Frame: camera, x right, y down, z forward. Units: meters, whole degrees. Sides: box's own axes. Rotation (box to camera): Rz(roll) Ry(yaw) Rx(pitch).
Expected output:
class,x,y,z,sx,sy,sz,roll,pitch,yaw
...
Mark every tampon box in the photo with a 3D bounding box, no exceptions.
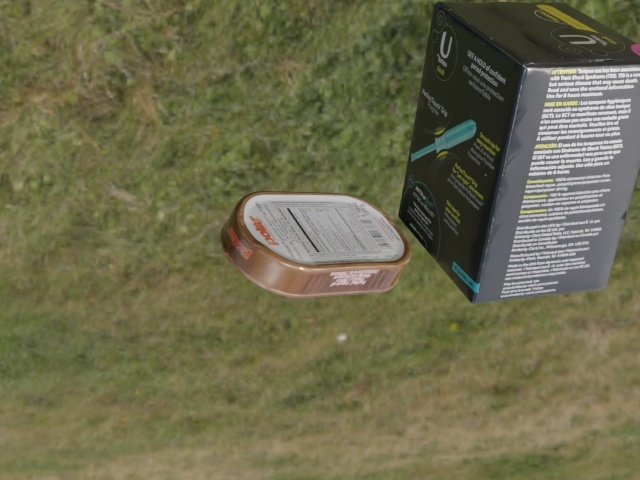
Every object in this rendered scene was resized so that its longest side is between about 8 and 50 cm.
class,x,y,z,sx,sy,sz,roll,pitch,yaw
tampon box,0.130,-0.060,0.607,0.102,0.120,0.161,-5,123,-19

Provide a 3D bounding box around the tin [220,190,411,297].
class,x,y,z,sx,sy,sz,roll,pitch,yaw
tin,0.000,0.000,0.836,0.190,0.106,0.040,-2,130,-41
